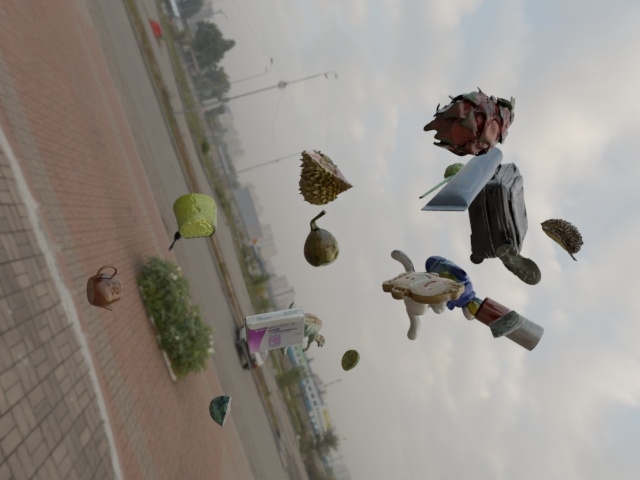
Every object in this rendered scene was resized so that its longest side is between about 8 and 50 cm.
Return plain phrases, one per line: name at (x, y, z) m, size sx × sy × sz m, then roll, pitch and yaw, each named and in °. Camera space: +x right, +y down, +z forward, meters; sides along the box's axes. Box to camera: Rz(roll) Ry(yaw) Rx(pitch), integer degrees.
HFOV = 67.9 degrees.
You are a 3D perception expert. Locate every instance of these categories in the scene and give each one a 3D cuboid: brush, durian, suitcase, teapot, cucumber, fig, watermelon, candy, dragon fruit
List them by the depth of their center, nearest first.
dragon fruit at (0.388, -0.300, 1.221) m, size 0.189 × 0.182 × 0.182 m, roll 33°, pitch -33°, yaw 42°
durian at (0.674, -0.011, 1.302) m, size 0.140 × 0.071 × 0.110 m, roll 54°, pitch 25°, yaw 13°
watermelon at (-0.271, 0.471, 1.344) m, size 0.061 × 0.085 × 0.085 m, roll 30°, pitch 32°, yaw -56°
brush at (-0.448, 0.001, 1.467) m, size 0.024 × 0.008 × 0.083 m, roll 37°, pitch 48°, yaw -23°
teapot at (-0.690, 0.156, 1.545) m, size 0.116 × 0.116 × 0.173 m, roll -125°, pitch -133°, yaw -64°
cucumber at (0.611, 0.279, 1.573) m, size 0.064 × 0.112 × 0.064 m, roll 57°, pitch 4°, yaw -6°
candy at (0.448, -0.211, 1.748) m, size 0.093 × 0.336 × 0.092 m, roll 35°, pitch -47°, yaw 25°
suitcase at (0.654, -0.119, 1.776) m, size 0.345 × 0.188 × 0.339 m, roll -38°, pitch 118°, yaw -53°
fig at (-0.008, 0.010, 1.808) m, size 0.186 × 0.142 × 0.148 m, roll 55°, pitch -35°, yaw 4°
durian at (-0.015, -0.257, 2.069) m, size 0.305 × 0.195 × 0.186 m, roll 50°, pitch 20°, yaw 29°

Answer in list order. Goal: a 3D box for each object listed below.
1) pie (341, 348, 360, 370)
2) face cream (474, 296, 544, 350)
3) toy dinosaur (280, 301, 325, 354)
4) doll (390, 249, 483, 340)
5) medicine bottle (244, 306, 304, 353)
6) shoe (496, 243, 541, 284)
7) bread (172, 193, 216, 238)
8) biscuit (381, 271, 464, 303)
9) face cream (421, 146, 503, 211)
pie at (0.107, 0.423, 1.687) m, size 0.021 × 0.084 × 0.084 m, roll 40°, pitch 10°, yaw -31°
face cream at (0.660, 0.291, 1.673) m, size 0.214 × 0.096 × 0.096 m, roll 31°, pitch -21°, yaw 14°
toy dinosaur at (-0.087, 0.343, 1.887) m, size 0.092 × 0.206 × 0.392 m, roll 48°, pitch -23°, yaw 44°
doll at (0.493, 0.202, 1.996) m, size 0.187 × 0.366 × 0.376 m, roll -53°, pitch 131°, yaw -73°
medicine bottle at (-0.158, 0.307, 1.639) m, size 0.052 × 0.201 × 0.171 m, roll -111°, pitch -160°, yaw -43°
shoe at (0.657, 0.089, 1.572) m, size 0.169 × 0.071 × 0.099 m, roll 51°, pitch 4°, yaw 34°
bread at (-0.374, -0.076, 1.426) m, size 0.111 × 0.129 × 0.114 m, roll 101°, pitch -23°, yaw -56°
biscuit at (0.300, 0.136, 1.409) m, size 0.249 × 0.184 × 0.035 m, roll 15°, pitch -62°, yaw 56°
face cream at (0.451, -0.181, 1.440) m, size 0.136 × 0.385 × 0.086 m, roll 5°, pitch -56°, yaw 42°
